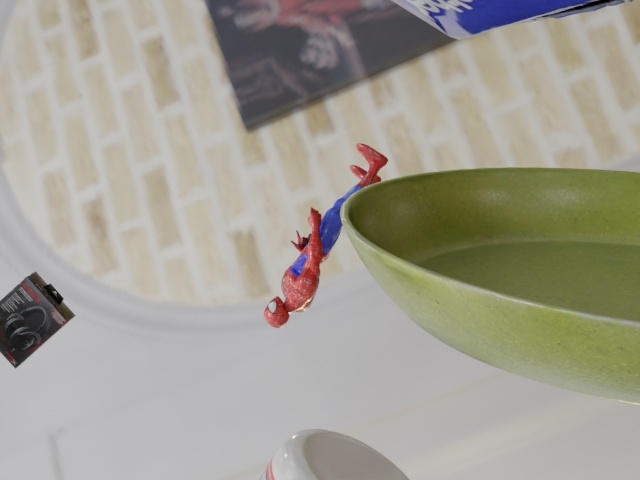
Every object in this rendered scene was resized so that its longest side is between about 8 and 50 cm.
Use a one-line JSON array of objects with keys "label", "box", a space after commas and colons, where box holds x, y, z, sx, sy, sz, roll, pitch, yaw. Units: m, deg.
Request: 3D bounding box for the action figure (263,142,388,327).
[{"label": "action figure", "box": [0.000, 0.000, 0.727, 0.115, 0.030, 0.038, -62, -1, -29]}]

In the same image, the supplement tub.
[{"label": "supplement tub", "box": [-0.019, 0.367, 1.518, 0.191, 0.272, 0.191, 26, -160, -10]}]

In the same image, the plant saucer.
[{"label": "plant saucer", "box": [0.126, 0.014, 0.489, 0.241, 0.241, 0.037, -75, -10, -75]}]

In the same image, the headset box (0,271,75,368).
[{"label": "headset box", "box": [-0.292, 0.077, 1.355, 0.062, 0.083, 0.032, 49, -169, -4]}]

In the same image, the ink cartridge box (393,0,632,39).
[{"label": "ink cartridge box", "box": [0.010, -0.229, 0.308, 0.395, 0.270, 0.151, 29, 179, -14]}]
